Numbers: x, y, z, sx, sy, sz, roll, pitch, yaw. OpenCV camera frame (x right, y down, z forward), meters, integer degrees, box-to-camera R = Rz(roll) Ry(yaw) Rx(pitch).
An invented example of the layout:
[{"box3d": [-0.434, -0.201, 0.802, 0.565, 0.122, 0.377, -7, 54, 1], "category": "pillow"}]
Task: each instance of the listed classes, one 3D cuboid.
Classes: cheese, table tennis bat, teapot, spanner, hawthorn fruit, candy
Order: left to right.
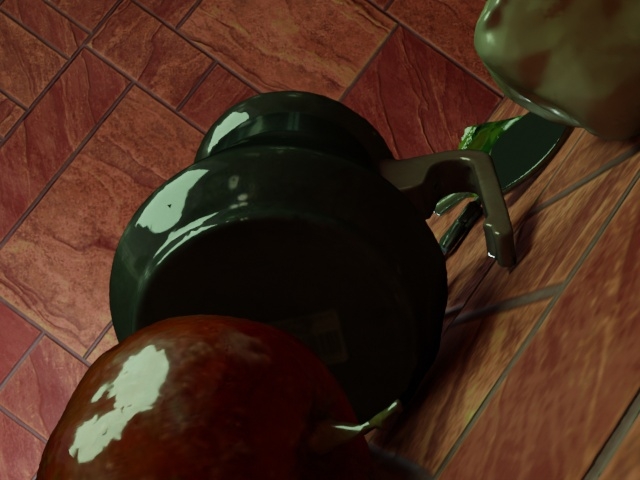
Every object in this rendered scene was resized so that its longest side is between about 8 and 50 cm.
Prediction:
[{"box3d": [-0.054, 0.157, 0.643, 0.271, 0.242, 0.242, -31, 8, 25], "category": "hawthorn fruit"}, {"box3d": [0.000, 0.000, 0.908, 0.362, 0.375, 0.306, -89, -13, -62], "category": "teapot"}, {"box3d": [0.266, -0.084, 1.457, 0.325, 0.026, 0.093, -50, -5, -41], "category": "spanner"}, {"box3d": [0.228, -0.098, 1.162, 0.246, 0.022, 0.138, -38, 22, 44], "category": "table tennis bat"}, {"box3d": [0.251, -0.120, 1.278, 0.149, 0.069, 0.246, -59, 22, -16], "category": "candy"}, {"box3d": [0.242, -0.210, 0.769, 0.248, 0.173, 0.251, -55, -7, 4], "category": "cheese"}]
